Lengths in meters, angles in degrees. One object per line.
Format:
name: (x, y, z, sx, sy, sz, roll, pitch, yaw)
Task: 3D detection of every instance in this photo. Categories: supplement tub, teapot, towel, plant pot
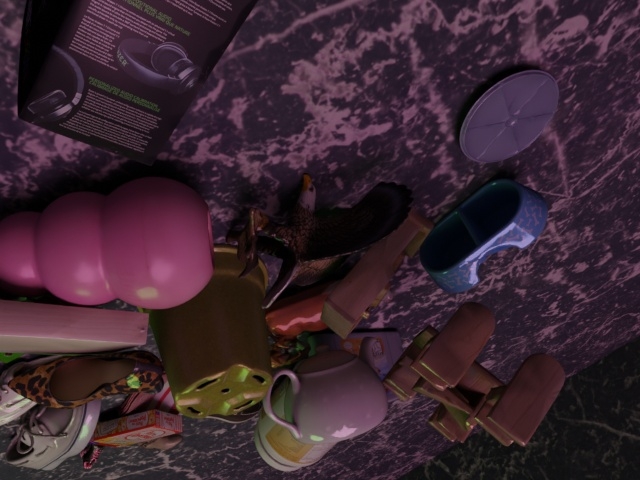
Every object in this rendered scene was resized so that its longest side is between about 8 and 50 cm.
supplement tub: (-0.039, 0.495, 1.477, 0.228, 0.228, 0.316, 8, 133, -33)
teapot: (0.020, 0.330, 1.173, 0.252, 0.187, 0.256, -15, 178, 5)
towel: (-0.335, 0.408, 1.386, 0.329, 0.037, 0.237, 14, 130, -38)
plant pot: (-0.208, 0.191, 1.015, 0.276, 0.254, 0.276, -13, 140, -11)

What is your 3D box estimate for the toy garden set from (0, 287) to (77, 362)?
toy garden set: (-0.574, 0.115, 0.915, 0.204, 0.049, 0.244, -27, 141, 8)

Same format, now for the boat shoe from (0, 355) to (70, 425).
boat shoe: (-0.617, 0.293, 1.068, 0.277, 0.098, 0.096, -24, 143, -14)

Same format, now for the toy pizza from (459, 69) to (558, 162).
toy pizza: (0.348, -0.231, 0.972, 0.201, 0.032, 0.201, -14, 140, -12)

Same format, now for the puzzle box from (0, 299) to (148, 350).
puzzle box: (-0.507, 0.133, 0.791, 0.409, 0.052, 0.272, 13, 159, -35)

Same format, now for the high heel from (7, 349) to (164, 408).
high heel: (-0.394, 0.220, 0.860, 0.261, 0.093, 0.186, 2, 155, -12)

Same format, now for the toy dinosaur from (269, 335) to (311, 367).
toy dinosaur: (-0.115, 0.267, 1.162, 0.211, 0.064, 0.112, 1, 146, -19)

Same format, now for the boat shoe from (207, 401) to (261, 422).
boat shoe: (-0.242, 0.425, 1.357, 0.228, 0.081, 0.069, 17, 134, -39)

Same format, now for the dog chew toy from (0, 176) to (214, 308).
dog chew toy: (-0.335, 0.012, 0.796, 0.332, 0.206, 0.206, -6, 139, -9)

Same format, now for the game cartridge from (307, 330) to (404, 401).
game cartridge: (0.114, 0.348, 1.404, 0.297, 0.198, 0.062, 4, 147, -30)

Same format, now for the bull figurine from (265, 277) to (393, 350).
bull figurine: (0.013, 0.162, 1.212, 0.310, 0.101, 0.188, -13, 143, -9)

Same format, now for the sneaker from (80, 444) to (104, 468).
sneaker: (-0.626, 0.591, 1.440, 0.047, 0.057, 0.119, 19, 125, -38)

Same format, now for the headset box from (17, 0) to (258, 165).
headset box: (-0.169, -0.267, 0.500, 0.131, 0.246, 0.283, 18, 127, -40)

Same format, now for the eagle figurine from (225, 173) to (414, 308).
eagle figurine: (0.002, -0.011, 0.941, 0.298, 0.226, 0.225, 4, 115, -22)

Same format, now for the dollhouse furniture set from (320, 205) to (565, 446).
dollhouse furniture set: (0.233, 0.169, 1.015, 0.256, 0.394, 0.362, -48, 169, -18)

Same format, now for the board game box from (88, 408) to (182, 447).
board game box: (-0.486, 0.496, 1.367, 0.193, 0.045, 0.147, -17, 152, 8)

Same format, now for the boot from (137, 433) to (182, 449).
boot: (-0.472, 0.579, 1.515, 0.118, 0.042, 0.087, -16, 139, -9)

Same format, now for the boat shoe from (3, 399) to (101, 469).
boat shoe: (-0.643, 0.432, 1.200, 0.156, 0.136, 0.367, 20, 135, -37)

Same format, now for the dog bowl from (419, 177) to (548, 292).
dog bowl: (0.339, -0.016, 1.127, 0.074, 0.166, 0.297, 32, 118, -33)
